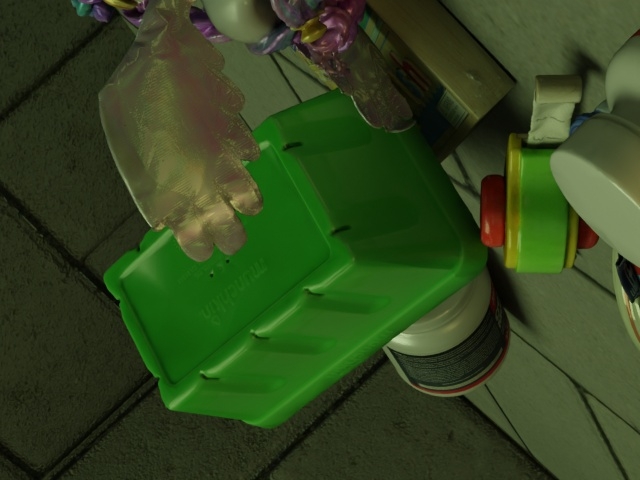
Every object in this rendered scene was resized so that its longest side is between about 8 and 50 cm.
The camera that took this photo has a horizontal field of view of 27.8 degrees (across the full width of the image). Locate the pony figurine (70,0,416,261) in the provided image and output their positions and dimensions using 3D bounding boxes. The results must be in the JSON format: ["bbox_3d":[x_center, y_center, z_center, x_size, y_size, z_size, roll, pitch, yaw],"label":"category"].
[{"bbox_3d":[-0.066,-0.210,1.071,0.351,0.303,0.363,54,146,1],"label":"pony figurine"}]

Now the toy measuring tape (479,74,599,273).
[{"bbox_3d":[0.199,-0.040,1.145,0.121,0.121,0.330,45,174,13],"label":"toy measuring tape"}]

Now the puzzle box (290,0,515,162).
[{"bbox_3d":[0.058,-0.203,1.374,0.272,0.052,0.409,47,174,3],"label":"puzzle box"}]

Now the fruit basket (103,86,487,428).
[{"bbox_3d":[0.000,0.000,1.384,0.283,0.392,0.392,61,178,17],"label":"fruit basket"}]

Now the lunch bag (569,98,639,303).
[{"bbox_3d":[0.297,0.003,0.845,0.303,0.115,0.243,37,166,50],"label":"lunch bag"}]

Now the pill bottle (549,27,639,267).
[{"bbox_3d":[0.202,-0.076,0.597,0.108,0.193,0.108,46,173,7],"label":"pill bottle"}]

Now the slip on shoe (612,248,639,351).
[{"bbox_3d":[0.349,0.088,1.107,0.101,0.123,0.331,-11,123,44],"label":"slip on shoe"}]

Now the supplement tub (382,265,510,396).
[{"bbox_3d":[0.165,0.100,1.886,0.191,0.191,0.272,43,172,30],"label":"supplement tub"}]
